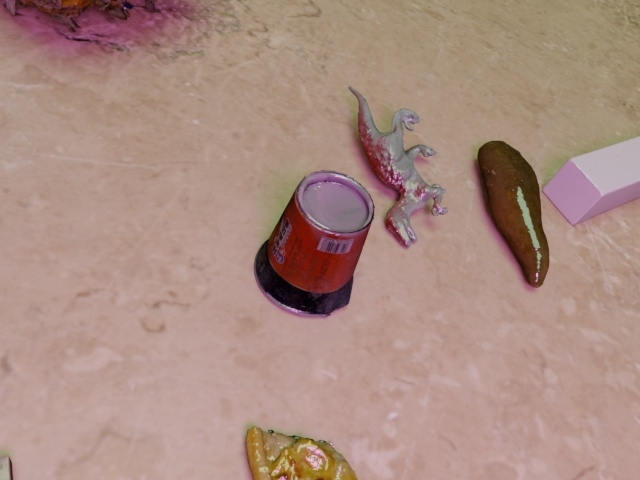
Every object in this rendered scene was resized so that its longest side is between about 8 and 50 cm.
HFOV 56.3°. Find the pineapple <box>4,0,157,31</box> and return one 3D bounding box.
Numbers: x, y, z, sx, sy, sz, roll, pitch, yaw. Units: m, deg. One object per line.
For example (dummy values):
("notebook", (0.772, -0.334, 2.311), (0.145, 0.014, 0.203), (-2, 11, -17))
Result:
("pineapple", (-0.311, -0.457, 0.777), (0.352, 0.352, 0.300), (36, 58, 8))

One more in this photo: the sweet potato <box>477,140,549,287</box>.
("sweet potato", (0.281, -0.051, 0.848), (0.077, 0.077, 0.244), (4, 52, -17))

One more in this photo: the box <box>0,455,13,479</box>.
("box", (-0.273, 0.221, 0.475), (0.053, 0.024, 0.083), (-8, 56, -25))

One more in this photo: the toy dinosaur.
("toy dinosaur", (0.093, -0.121, 0.843), (0.167, 0.053, 0.242), (-36, 81, -29))

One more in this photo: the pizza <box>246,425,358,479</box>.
("pizza", (-0.006, 0.233, 0.555), (0.099, 0.036, 0.160), (-19, 63, -31))

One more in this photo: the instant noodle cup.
("instant noodle cup", (-0.002, -0.001, 0.667), (0.127, 0.136, 0.127), (10, 51, -12))

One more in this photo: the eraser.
("eraser", (0.498, -0.112, 0.970), (0.298, 0.078, 0.076), (-18, 63, -29))
